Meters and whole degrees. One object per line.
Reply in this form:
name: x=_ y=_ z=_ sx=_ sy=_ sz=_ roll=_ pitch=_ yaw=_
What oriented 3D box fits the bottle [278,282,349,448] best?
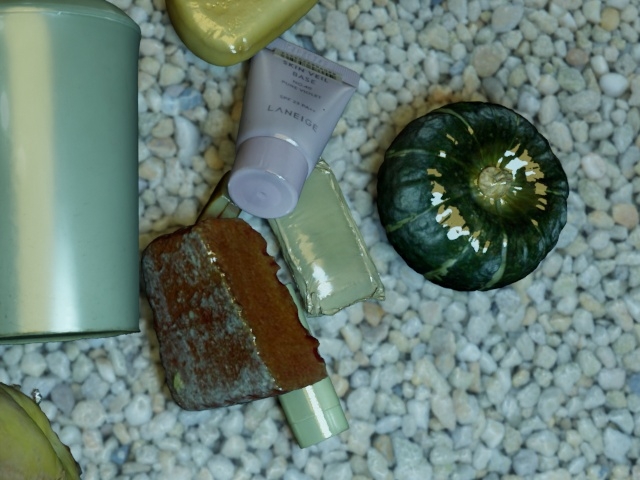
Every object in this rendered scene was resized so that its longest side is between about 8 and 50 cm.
bottle: x=-0.032 y=0.158 z=1.923 sx=0.072 sy=0.072 sz=0.201 roll=-22 pitch=85 yaw=-15

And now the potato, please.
potato: x=-0.416 y=0.275 z=1.729 sx=0.289 sy=0.237 sz=0.300 roll=-23 pitch=86 yaw=-16

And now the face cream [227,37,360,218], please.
face cream: x=-0.042 y=-0.153 z=1.946 sx=0.154 sy=0.096 sz=0.274 roll=21 pitch=49 yaw=-6

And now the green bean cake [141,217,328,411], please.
green bean cake: x=-0.111 y=0.087 z=1.857 sx=0.097 sy=0.198 sz=0.232 roll=-6 pitch=78 yaw=-52

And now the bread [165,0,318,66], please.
bread: x=-0.097 y=-0.321 z=1.978 sx=0.217 sy=0.098 sz=0.147 roll=-37 pitch=89 yaw=-18

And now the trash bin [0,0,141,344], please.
trash bin: x=-0.345 y=-0.096 z=1.796 sx=0.280 sy=0.280 sz=0.432 roll=-2 pitch=84 yaw=-13

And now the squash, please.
squash: x=0.198 y=-0.057 z=1.965 sx=0.252 sy=0.165 sz=0.252 roll=3 pitch=80 yaw=-15

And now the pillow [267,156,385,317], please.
pillow: x=0.000 y=0.000 z=1.965 sx=0.119 sy=0.053 sz=0.208 roll=-20 pitch=84 yaw=-29

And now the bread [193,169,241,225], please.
bread: x=-0.121 y=-0.047 z=1.945 sx=0.043 sy=0.062 sz=0.109 roll=33 pitch=73 yaw=-10
